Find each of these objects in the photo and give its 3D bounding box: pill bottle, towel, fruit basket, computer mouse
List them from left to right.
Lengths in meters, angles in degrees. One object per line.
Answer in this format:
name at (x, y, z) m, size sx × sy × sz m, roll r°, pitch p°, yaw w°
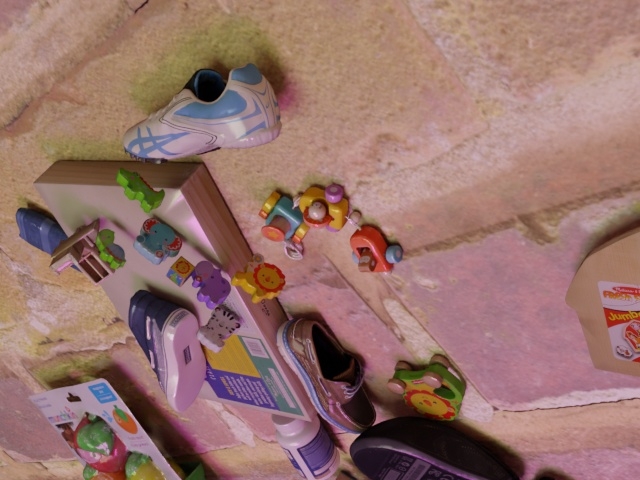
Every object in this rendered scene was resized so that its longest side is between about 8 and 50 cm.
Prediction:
towel at (-0.380, -0.004, 1.376) m, size 0.119 × 0.029 × 0.067 m, roll 28°, pitch 144°, yaw 13°
fruit basket at (-0.363, 0.407, 1.717) m, size 0.327 × 0.165 × 0.353 m, roll -18°, pitch 115°, yaw 49°
pill bottle at (-0.023, 0.283, 1.369) m, size 0.067 × 0.067 × 0.120 m, roll 2°, pitch 133°, yaw 38°
computer mouse at (0.169, 0.291, 1.225) m, size 0.272 × 0.072 × 0.188 m, roll 24°, pitch 143°, yaw -4°

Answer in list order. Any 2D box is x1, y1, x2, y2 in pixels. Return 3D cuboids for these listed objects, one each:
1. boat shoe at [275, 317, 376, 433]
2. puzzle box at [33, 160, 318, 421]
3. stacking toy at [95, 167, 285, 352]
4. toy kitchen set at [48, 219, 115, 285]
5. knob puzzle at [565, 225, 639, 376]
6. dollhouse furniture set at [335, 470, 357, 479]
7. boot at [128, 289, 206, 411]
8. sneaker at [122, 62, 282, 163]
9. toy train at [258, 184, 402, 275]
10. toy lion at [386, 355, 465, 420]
boat shoe at (0.018, 0.174, 1.212) m, size 0.066 × 0.066 × 0.183 m, roll -18°, pitch 118°, yaw 48°
puzzle box at (-0.178, 0.070, 1.271) m, size 0.272 × 0.052 × 0.409 m, roll 4°, pitch 134°, yaw 36°
stacking toy at (-0.159, 0.023, 1.118) m, size 0.221 × 0.052 × 0.167 m, roll 39°, pitch 143°, yaw 0°
toy kitchen set at (-0.285, 0.023, 1.210) m, size 0.068 × 0.083 × 0.075 m, roll -34°, pitch 111°, yaw 10°
knob puzzle at (0.314, 0.055, 0.859) m, size 0.213 × 0.030 × 0.213 m, roll 23°, pitch 143°, yaw 19°
dollhouse furniture set at (0.056, 0.438, 1.464) m, size 0.129 × 0.129 × 0.184 m, roll 30°, pitch 114°, yaw 8°
boot at (-0.207, 0.146, 1.289) m, size 0.086 × 0.069 × 0.190 m, roll 28°, pitch 136°, yaw 24°
sneaker at (-0.127, -0.129, 0.991) m, size 0.237 × 0.085 × 0.086 m, roll -5°, pitch 102°, yaw 47°
toy train at (0.000, 0.000, 1.046) m, size 0.166 × 0.046 × 0.125 m, roll 1°, pitch 131°, yaw 39°
toy lion at (0.136, 0.184, 1.159) m, size 0.096 × 0.034 × 0.100 m, roll 43°, pitch 144°, yaw -21°
